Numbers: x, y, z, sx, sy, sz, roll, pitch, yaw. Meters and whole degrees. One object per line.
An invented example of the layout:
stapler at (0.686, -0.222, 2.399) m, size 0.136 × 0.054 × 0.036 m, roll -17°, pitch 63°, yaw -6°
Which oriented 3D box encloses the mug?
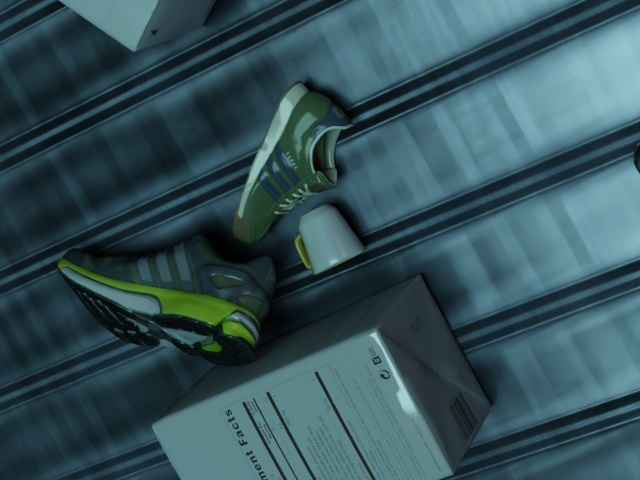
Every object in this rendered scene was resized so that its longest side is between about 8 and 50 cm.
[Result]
mug at (0.001, -0.001, 1.659) m, size 0.078 × 0.062 × 0.064 m, roll -28°, pitch 87°, yaw 19°

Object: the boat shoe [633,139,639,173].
boat shoe at (0.405, -0.066, 1.480) m, size 0.206 × 0.065 × 0.075 m, roll 10°, pitch 110°, yaw 18°

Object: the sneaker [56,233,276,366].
sneaker at (-0.170, 0.052, 1.719) m, size 0.300 × 0.121 × 0.111 m, roll 14°, pitch 148°, yaw 33°

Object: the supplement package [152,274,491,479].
supplement package at (0.004, 0.190, 1.650) m, size 0.293 × 0.177 × 0.175 m, roll -25°, pitch 98°, yaw 26°

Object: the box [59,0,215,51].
box at (-0.246, -0.385, 1.569) m, size 0.345 × 0.168 × 0.215 m, roll 35°, pitch 115°, yaw 8°

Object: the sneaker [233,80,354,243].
sneaker at (-0.026, -0.068, 1.641) m, size 0.086 × 0.064 × 0.192 m, roll 28°, pitch 111°, yaw 16°
